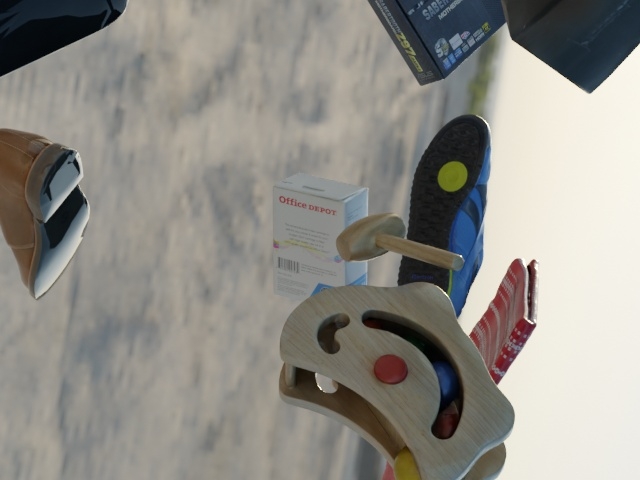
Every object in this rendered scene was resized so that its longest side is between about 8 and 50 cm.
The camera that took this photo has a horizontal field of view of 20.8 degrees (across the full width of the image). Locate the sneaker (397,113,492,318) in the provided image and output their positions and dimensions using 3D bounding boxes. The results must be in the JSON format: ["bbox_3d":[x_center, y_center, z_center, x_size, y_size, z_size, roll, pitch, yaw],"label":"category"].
[{"bbox_3d":[0.131,-0.018,1.709,0.082,0.069,0.209,24,77,-58],"label":"sneaker"}]

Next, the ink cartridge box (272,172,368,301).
[{"bbox_3d":[0.000,0.000,1.770,0.052,0.089,0.122,-32,129,-51],"label":"ink cartridge box"}]

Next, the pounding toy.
[{"bbox_3d":[0.051,0.094,1.449,0.155,0.154,0.269,93,-27,-53],"label":"pounding toy"}]

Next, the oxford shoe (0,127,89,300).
[{"bbox_3d":[-0.246,-0.026,1.481,0.076,0.076,0.212,-53,164,-33],"label":"oxford shoe"}]

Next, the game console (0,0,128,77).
[{"bbox_3d":[-0.241,-0.235,1.046,0.342,0.060,0.386,-27,144,-32],"label":"game console"}]

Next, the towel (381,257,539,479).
[{"bbox_3d":[0.137,0.155,1.759,0.274,0.031,0.199,-58,-176,20],"label":"towel"}]

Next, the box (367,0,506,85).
[{"bbox_3d":[0.177,-0.355,2.437,0.233,0.183,0.059,-43,-162,-32],"label":"box"}]

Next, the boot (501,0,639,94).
[{"bbox_3d":[0.305,-0.358,1.270,0.445,0.146,0.367,-47,-163,35],"label":"boot"}]
